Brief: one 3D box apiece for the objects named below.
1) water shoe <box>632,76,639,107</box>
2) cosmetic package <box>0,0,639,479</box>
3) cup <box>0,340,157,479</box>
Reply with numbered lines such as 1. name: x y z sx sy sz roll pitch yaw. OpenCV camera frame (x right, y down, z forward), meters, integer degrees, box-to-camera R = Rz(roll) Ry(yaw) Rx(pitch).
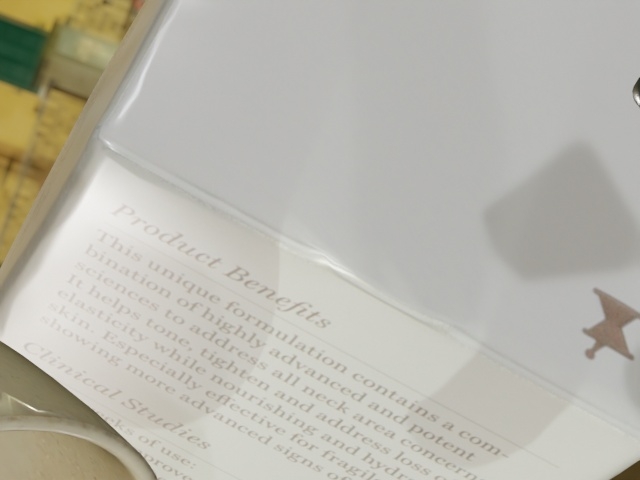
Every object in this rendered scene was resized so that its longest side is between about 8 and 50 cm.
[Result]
1. water shoe: 0.116 -0.040 0.353 0.080 0.073 0.203 -28 -9 -2
2. cosmetic package: 0.000 0.000 1.076 0.394 0.329 0.327 -48 16 51
3. cup: -0.265 0.121 0.727 0.237 0.331 0.331 45 125 29
